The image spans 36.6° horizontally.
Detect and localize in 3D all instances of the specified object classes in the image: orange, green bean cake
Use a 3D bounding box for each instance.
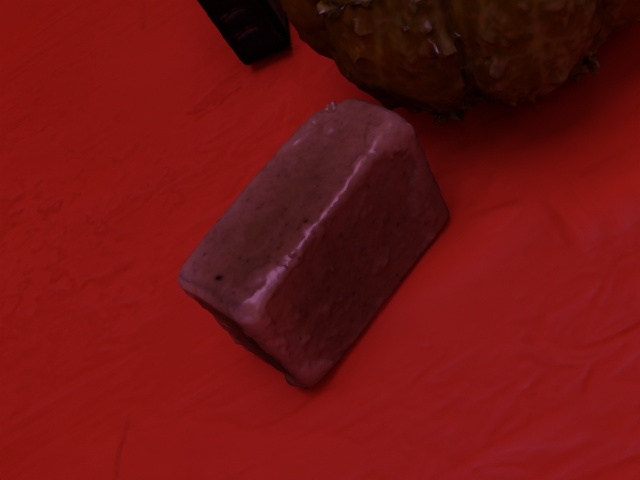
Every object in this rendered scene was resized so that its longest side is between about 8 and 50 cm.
[{"bbox_3d":[0.109,-0.230,0.695,0.301,0.223,0.300,-40,58,-5],"label":"orange"},{"bbox_3d":[0.000,0.000,0.664,0.085,0.109,0.179,27,74,41],"label":"green bean cake"}]

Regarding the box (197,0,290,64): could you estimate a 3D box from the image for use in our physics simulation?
[{"bbox_3d":[-0.103,-0.347,0.905,0.058,0.211,0.350,-19,50,15],"label":"box"}]
